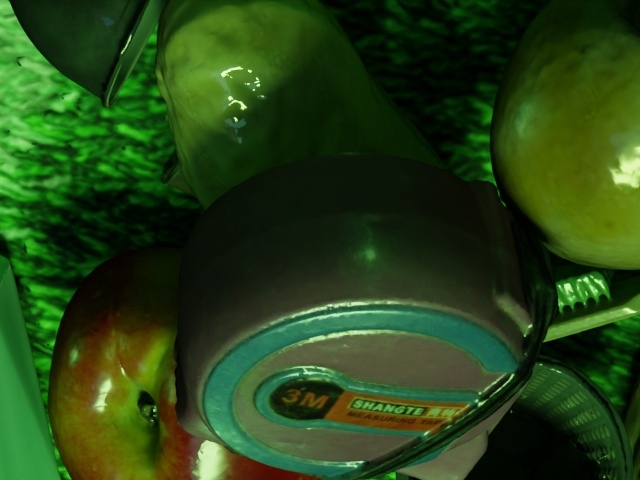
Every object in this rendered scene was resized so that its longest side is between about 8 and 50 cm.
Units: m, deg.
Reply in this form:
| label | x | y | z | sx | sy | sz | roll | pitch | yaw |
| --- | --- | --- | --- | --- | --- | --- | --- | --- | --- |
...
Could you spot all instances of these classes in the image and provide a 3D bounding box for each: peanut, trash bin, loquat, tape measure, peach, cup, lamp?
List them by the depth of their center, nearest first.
| label | x | y | z | sx | sy | sz | roll | pitch | yaw |
| --- | --- | --- | --- | --- | --- | --- | --- | --- | --- |
| lamp | -0.206 | -0.195 | 1.247 | 0.227 | 0.147 | 0.172 | 26 | 157 | -3 |
| loquat | 0.195 | -0.072 | 1.250 | 0.179 | 0.179 | 0.227 | 10 | 143 | 1 |
| tape measure | 0.019 | 0.055 | 1.257 | 0.231 | 0.149 | 0.245 | 12 | 140 | -19 |
| peanut | -0.008 | -0.054 | 1.335 | 0.147 | 0.147 | 0.319 | -19 | 131 | 27 |
| peach | -0.092 | 0.114 | 1.462 | 0.199 | 0.243 | 0.243 | -41 | 117 | 18 |
| trash bin | 0.139 | 0.175 | 1.502 | 0.175 | 0.175 | 0.161 | 11 | 173 | 0 |
| cup | -0.286 | 0.110 | 1.566 | 0.134 | 0.148 | 0.235 | -16 | 133 | -19 |

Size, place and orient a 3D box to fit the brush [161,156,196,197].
| label | x | y | z | sx | sy | sz | roll | pitch | yaw |
| --- | --- | --- | --- | --- | --- | --- | --- | --- | --- |
| brush | 0.000 | 0.000 | 1.455 | 0.248 | 0.036 | 0.043 | 25 | 130 | -14 |

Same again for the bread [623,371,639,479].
| label | x | y | z | sx | sy | sz | roll | pitch | yaw |
| --- | --- | --- | --- | --- | --- | --- | --- | --- | --- |
| bread | 0.410 | 0.217 | 1.441 | 0.376 | 0.253 | 0.348 | 13 | 132 | -5 |

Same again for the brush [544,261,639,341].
| label | x | y | z | sx | sy | sz | roll | pitch | yaw |
| --- | --- | --- | --- | --- | --- | --- | --- | --- | --- |
| brush | 0.232 | 0.025 | 1.425 | 0.282 | 0.054 | 0.048 | -17 | 110 | 25 |
